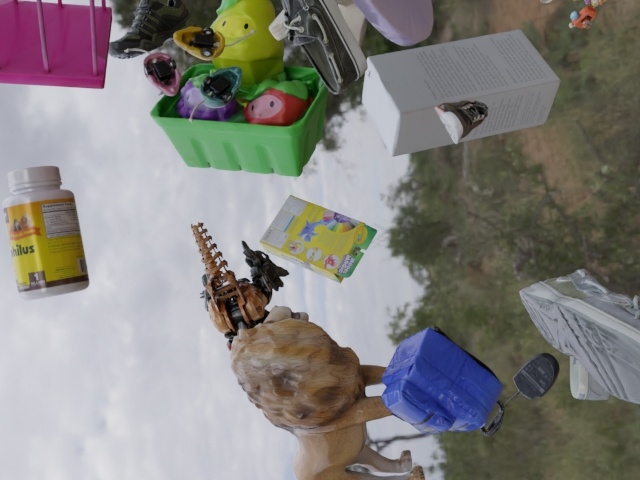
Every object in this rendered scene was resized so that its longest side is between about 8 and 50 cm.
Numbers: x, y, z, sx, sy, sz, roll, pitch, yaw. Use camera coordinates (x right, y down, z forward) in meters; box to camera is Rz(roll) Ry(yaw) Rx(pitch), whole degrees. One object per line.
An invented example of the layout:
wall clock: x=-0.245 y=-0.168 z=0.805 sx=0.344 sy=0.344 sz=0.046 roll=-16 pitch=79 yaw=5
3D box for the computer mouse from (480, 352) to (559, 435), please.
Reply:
computer mouse: x=0.412 y=0.322 z=1.632 sx=0.071 sy=0.242 sz=0.041 roll=49 pitch=-149 yaw=22

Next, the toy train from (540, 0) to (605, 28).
toy train: x=0.576 y=-0.523 z=1.740 sx=0.166 sy=0.125 sz=0.046 roll=14 pitch=-127 yaw=-35

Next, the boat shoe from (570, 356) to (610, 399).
boat shoe: x=0.547 y=0.208 z=1.559 sx=0.079 sy=0.081 sz=0.227 roll=94 pitch=-174 yaw=-69

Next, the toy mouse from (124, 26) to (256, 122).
toy mouse: x=-0.155 y=-0.194 z=0.946 sx=0.031 sy=0.161 sz=0.143 roll=115 pitch=152 yaw=-61

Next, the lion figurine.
lion figurine: x=0.016 y=0.260 z=1.063 sx=0.142 sy=0.240 sz=0.392 roll=-101 pitch=5 yaw=-59

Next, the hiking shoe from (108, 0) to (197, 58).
hiking shoe: x=-0.390 y=-0.481 z=1.744 sx=0.227 sy=0.086 sz=0.114 roll=-35 pitch=-68 yaw=-35

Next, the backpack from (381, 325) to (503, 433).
backpack: x=0.139 y=0.174 z=0.904 sx=0.101 sy=0.120 sz=0.098 roll=-59 pitch=7 yaw=-22

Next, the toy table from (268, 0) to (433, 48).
toy table: x=0.036 y=-0.405 z=1.211 sx=0.252 sy=0.161 sz=0.274 roll=-47 pitch=-64 yaw=-42

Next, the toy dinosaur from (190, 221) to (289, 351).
toy dinosaur: x=-0.129 y=0.110 z=1.354 sx=0.218 sy=0.164 sz=0.321 roll=-102 pitch=9 yaw=-65

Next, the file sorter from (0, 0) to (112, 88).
file sorter: x=-0.453 y=-0.354 z=1.109 sx=0.182 sy=0.291 sz=0.202 roll=103 pitch=164 yaw=-45

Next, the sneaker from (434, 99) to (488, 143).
sneaker: x=0.207 y=-0.183 z=1.126 sx=0.061 sy=0.065 sz=0.158 roll=60 pitch=-164 yaw=-6

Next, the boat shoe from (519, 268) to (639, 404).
boat shoe: x=0.332 y=0.093 z=0.907 sx=0.118 sy=0.103 sz=0.320 roll=59 pitch=179 yaw=-6

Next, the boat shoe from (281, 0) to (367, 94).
boat shoe: x=-0.013 y=-0.311 z=1.125 sx=0.219 sy=0.070 sz=0.078 roll=53 pitch=161 yaw=-24

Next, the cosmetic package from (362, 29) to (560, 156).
cosmetic package: x=0.363 y=-0.392 z=2.061 sx=0.161 sy=0.453 sz=0.230 roll=95 pitch=158 yaw=-51

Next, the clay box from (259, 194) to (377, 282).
clay box: x=0.000 y=0.000 z=1.606 sx=0.127 sy=0.222 sz=0.053 roll=-58 pitch=-29 yaw=-17

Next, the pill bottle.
pill bottle: x=-0.463 y=-0.013 z=1.315 sx=0.117 sy=0.117 sz=0.215 roll=-10 pitch=-90 yaw=-83

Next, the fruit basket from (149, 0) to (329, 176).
fruit basket: x=-0.171 y=-0.353 z=1.729 sx=0.283 sy=0.392 sz=0.392 roll=-64 pitch=-31 yaw=-44
